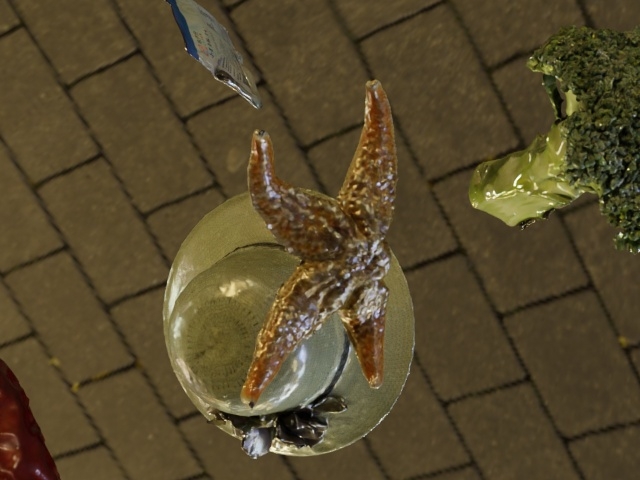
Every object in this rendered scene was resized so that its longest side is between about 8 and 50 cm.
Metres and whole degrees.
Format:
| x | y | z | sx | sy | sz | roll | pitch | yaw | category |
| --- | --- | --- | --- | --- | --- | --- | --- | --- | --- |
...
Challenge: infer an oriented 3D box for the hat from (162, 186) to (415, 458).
| x | y | z | sx | sy | sz | roll | pitch | yaw | category |
| --- | --- | --- | --- | --- | --- | --- | --- | --- | --- |
| -0.058 | 0.080 | 1.170 | 0.257 | 0.130 | 0.257 | 2 | 96 | 25 | hat |

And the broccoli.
| x | y | z | sx | sy | sz | roll | pitch | yaw | category |
| --- | --- | --- | --- | --- | --- | --- | --- | --- | --- |
| 0.302 | -0.124 | 1.556 | 0.221 | 0.361 | 0.252 | 0 | 95 | -23 | broccoli |

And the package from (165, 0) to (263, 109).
| x | y | z | sx | sy | sz | roll | pitch | yaw | category |
| --- | --- | --- | --- | --- | --- | --- | --- | --- | --- |
| -0.150 | -0.268 | 1.757 | 0.027 | 0.171 | 0.173 | -36 | 143 | 18 | package |

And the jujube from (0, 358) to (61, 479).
| x | y | z | sx | sy | sz | roll | pitch | yaw | category |
| --- | --- | --- | --- | --- | --- | --- | --- | --- | --- |
| -0.211 | 0.117 | 0.742 | 0.176 | 0.109 | 0.112 | 53 | 164 | 9 | jujube |

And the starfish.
| x | y | z | sx | sy | sz | roll | pitch | yaw | category |
| --- | --- | --- | --- | --- | --- | --- | --- | --- | --- |
| -0.002 | 0.000 | 1.014 | 0.050 | 0.138 | 0.247 | 1 | 91 | 57 | starfish |
